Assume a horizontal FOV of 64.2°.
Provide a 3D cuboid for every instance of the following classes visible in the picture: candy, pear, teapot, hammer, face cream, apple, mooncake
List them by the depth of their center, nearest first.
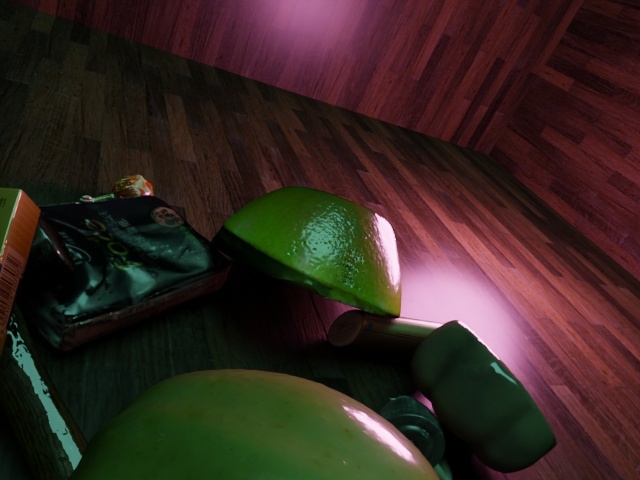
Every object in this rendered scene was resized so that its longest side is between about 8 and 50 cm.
[{"bbox_3d":[-0.065,0.291,0.434,0.357,0.357,0.357,20,28,-11],"label":"apple"},{"bbox_3d":[-0.354,0.178,0.606,0.242,0.095,0.408,-33,73,-18],"label":"hammer"},{"bbox_3d":[0.155,0.309,0.823,0.149,0.111,0.108,20,16,-1],"label":"teapot"},{"bbox_3d":[0.268,0.269,0.870,0.275,0.135,0.275,49,2,-2],"label":"mooncake"},{"bbox_3d":[0.005,-0.002,0.992,0.399,0.165,0.399,21,1,0],"label":"pear"},{"bbox_3d":[0.170,0.192,1.013,0.285,0.139,0.067,13,64,-24],"label":"face cream"},{"bbox_3d":[-0.470,-0.077,1.021,0.288,0.078,0.084,-18,53,-43],"label":"candy"}]

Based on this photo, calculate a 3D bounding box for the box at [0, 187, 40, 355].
[{"bbox_3d":[-0.427,0.053,0.568,0.152,0.070,0.237,5,65,-5],"label":"box"}]

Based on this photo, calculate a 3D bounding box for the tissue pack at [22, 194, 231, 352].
[{"bbox_3d":[-0.342,0.033,0.861,0.245,0.123,0.332,38,31,22],"label":"tissue pack"}]
